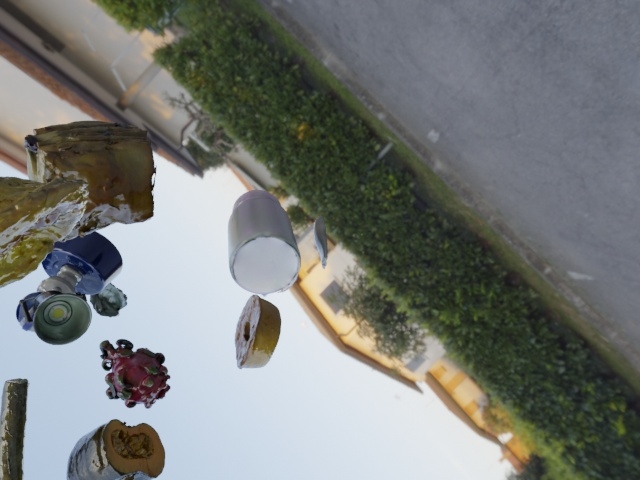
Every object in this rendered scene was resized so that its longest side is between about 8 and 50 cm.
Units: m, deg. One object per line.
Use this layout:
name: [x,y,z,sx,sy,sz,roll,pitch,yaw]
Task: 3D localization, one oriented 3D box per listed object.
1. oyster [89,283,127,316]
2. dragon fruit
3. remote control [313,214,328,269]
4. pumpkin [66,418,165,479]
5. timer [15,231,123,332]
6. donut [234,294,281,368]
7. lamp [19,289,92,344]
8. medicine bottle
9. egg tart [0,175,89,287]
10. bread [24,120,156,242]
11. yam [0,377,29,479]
oyster: [-0.927,0.253,1.897,0.087,0.200,0.252,9,-177,6]
dragon fruit: [-0.671,0.475,1.564,0.273,0.218,0.198,43,164,37]
remote control: [0.000,0.000,1.529,0.044,0.073,0.229,3,-135,-8]
pumpkin: [-0.669,0.730,1.387,0.242,0.232,0.325,58,180,34]
timer: [-0.926,0.159,1.550,0.270,0.270,0.384,42,-144,-22]
donut: [-0.229,0.339,1.571,0.108,0.278,0.277,20,-167,-21]
lamp: [-0.786,0.208,1.301,0.227,0.172,0.147,9,114,50]
medicine bottle: [-0.192,-0.011,1.394,0.213,0.213,0.379,42,-166,-29]
egg tart: [-0.428,-0.013,0.581,0.106,0.241,0.241,47,-176,-11]
bread: [-0.548,-0.158,1.099,0.167,0.278,0.324,10,-160,24]
yam: [-0.966,0.627,1.351,0.083,0.083,0.372,25,-118,-77]
